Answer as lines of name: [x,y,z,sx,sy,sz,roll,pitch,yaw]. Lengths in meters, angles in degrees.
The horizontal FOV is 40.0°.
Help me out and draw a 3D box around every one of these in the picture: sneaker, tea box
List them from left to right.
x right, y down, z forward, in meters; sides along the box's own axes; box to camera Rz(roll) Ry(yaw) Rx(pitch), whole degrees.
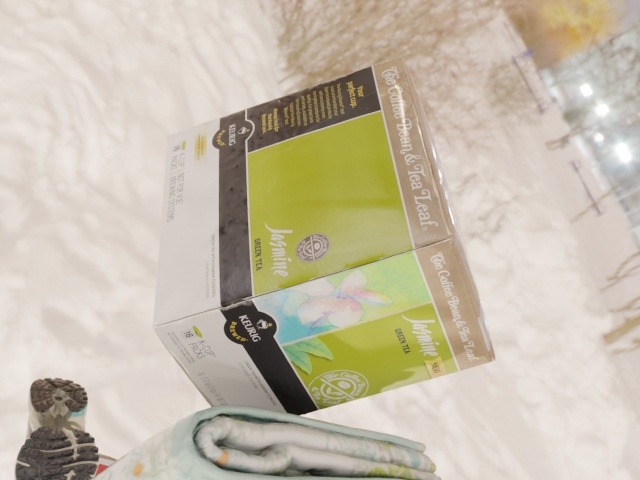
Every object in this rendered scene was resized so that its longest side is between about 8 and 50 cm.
sneaker: [-0.378,0.321,1.262,0.110,0.122,0.283,8,23,-15]
sneaker: [-0.379,0.364,1.385,0.118,0.042,0.067,27,76,-36]
tea box: [0.000,0.000,1.037,0.329,0.323,0.220,-96,164,-46]

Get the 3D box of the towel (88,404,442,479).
towel: [-0.084,0.305,1.010,0.374,0.320,0.090,20,45,-37]
